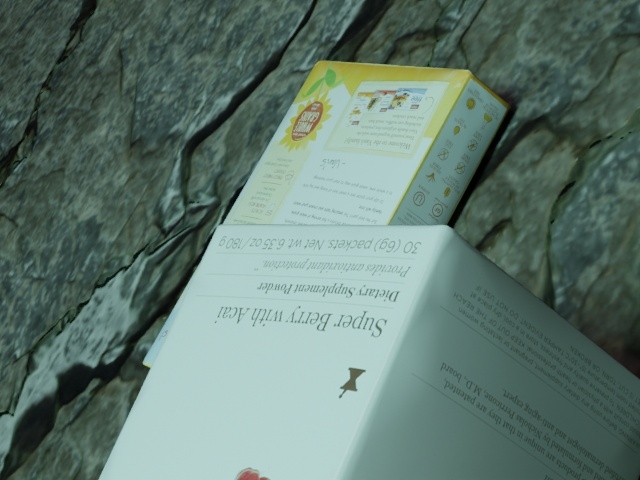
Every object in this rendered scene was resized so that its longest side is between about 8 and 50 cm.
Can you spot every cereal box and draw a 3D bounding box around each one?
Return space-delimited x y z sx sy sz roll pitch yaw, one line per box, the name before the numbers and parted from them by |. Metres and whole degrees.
cereal box | 0.000 0.000 1.038 0.173 0.047 0.240 15 72 56

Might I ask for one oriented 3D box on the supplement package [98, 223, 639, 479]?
supplement package | 0.001 0.159 0.772 0.177 0.175 0.293 1 61 51
